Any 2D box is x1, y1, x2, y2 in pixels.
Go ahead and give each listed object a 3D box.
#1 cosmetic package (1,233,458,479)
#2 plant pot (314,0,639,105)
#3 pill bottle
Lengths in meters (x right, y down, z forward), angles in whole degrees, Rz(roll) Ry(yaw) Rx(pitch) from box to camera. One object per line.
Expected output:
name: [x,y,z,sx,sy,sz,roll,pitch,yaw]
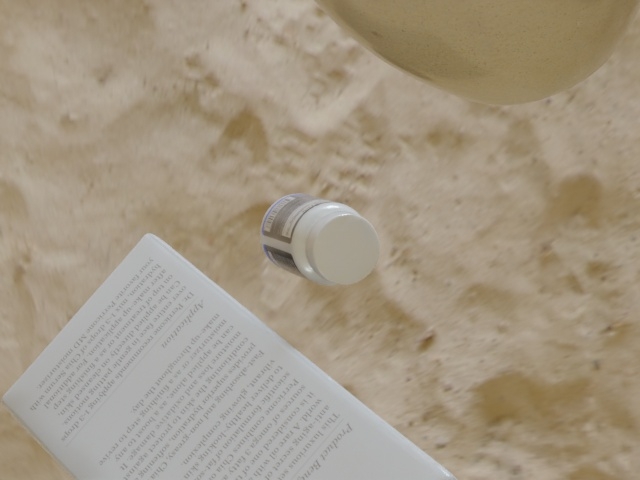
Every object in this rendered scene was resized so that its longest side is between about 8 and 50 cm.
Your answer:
cosmetic package: [-0.071,0.210,1.491,0.230,0.161,0.453,-49,49,-5]
plant pot: [0.124,-0.207,1.120,0.284,0.284,0.191,-37,126,-12]
pill bottle: [0.000,0.000,1.503,0.078,0.137,0.078,-3,98,-21]
